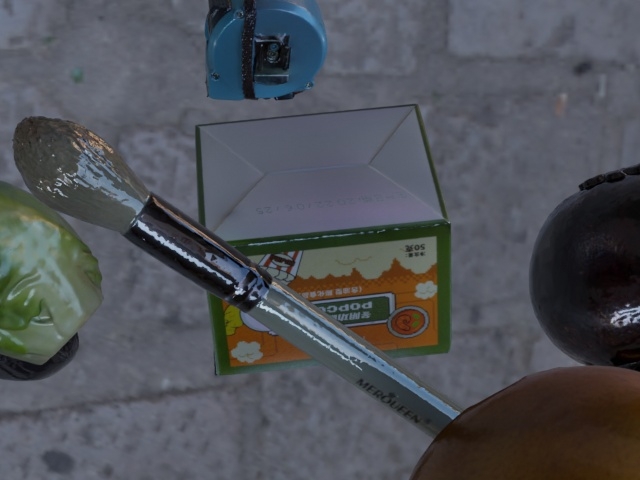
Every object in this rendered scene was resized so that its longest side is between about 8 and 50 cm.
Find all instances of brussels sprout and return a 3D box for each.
[{"bbox_3d":[-0.270,0.020,1.224,0.181,0.161,0.144,44,52,-18],"label":"brussels sprout"}]

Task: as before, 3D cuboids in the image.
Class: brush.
[{"bbox_3d":[-0.020,0.031,0.707,0.299,0.042,0.039,34,73,-17],"label":"brush"}]

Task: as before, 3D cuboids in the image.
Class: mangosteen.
[{"bbox_3d":[0.436,0.073,1.933,0.307,0.307,0.347,-18,86,-38],"label":"mangosteen"}]

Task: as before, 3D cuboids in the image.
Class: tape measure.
[{"bbox_3d":[-0.057,-0.208,1.541,0.125,0.081,0.146,-2,133,-7],"label":"tape measure"}]

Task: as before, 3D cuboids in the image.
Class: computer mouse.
[{"bbox_3d":[-0.316,0.114,1.542,0.172,0.099,0.057,31,47,-59],"label":"computer mouse"}]

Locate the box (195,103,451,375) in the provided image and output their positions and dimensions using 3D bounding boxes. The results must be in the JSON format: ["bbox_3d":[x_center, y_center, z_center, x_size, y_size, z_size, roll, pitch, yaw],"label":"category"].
[{"bbox_3d":[0.000,0.000,1.221,0.195,0.177,0.148,-6,128,-3],"label":"box"}]

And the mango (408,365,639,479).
[{"bbox_3d":[0.101,0.109,0.629,0.084,0.159,0.105,-8,83,-74],"label":"mango"}]
